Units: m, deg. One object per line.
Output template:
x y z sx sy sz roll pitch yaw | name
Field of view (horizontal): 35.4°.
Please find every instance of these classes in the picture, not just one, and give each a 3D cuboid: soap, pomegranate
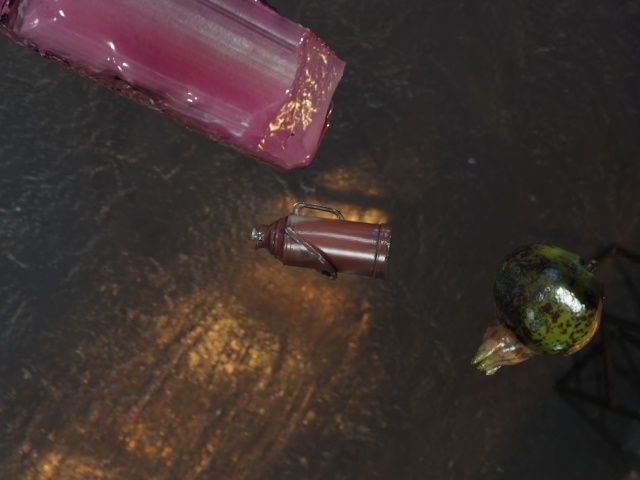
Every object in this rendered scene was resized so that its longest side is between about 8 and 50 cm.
-0.119 -0.165 0.869 0.325 0.220 0.127 25 94 -33 | soap
0.409 0.145 1.872 0.222 0.204 0.276 -62 167 -79 | pomegranate

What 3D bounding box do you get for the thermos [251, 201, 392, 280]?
0.000 0.000 1.670 0.099 0.232 0.124 81 18 -71 | thermos
